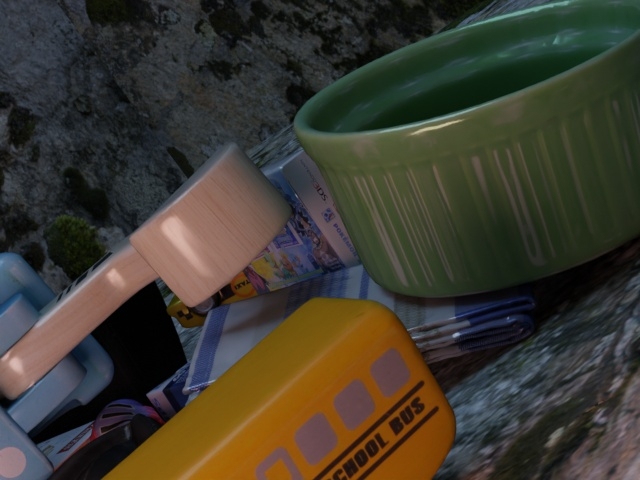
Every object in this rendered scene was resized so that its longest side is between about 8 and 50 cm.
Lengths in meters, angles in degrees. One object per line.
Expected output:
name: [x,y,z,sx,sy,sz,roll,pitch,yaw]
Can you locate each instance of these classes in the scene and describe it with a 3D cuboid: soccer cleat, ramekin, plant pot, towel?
soccer cleat: [-0.160,0.191,1.744,0.095,0.083,0.248,-47,11,10]
ramekin: [0.144,-0.075,1.515,0.303,0.148,0.303,-18,16,5]
plant pot: [-0.248,0.143,2.104,0.188,0.167,0.187,-34,9,20]
towel: [0.032,0.064,1.520,0.285,0.034,0.209,-16,18,8]

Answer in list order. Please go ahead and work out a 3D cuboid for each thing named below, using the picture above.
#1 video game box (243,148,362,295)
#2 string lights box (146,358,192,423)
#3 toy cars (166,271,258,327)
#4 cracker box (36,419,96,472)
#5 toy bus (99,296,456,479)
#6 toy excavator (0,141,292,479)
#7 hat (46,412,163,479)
video game box: [-0.012,0.016,1.764,0.048,0.187,0.205,-40,9,-25]
string lights box: [-0.044,0.115,1.722,0.133,0.077,0.259,-40,9,-26]
toy cars: [0.000,0.000,2.199,0.393,0.087,0.176,-37,12,-29]
cracker box: [-0.293,0.266,1.949,0.156,0.067,0.232,-43,11,-36]
toy bus: [-0.066,0.183,1.158,0.332,0.130,0.108,-40,23,-26]
toy excavator: [-0.253,0.087,1.697,0.445,0.222,0.433,-44,10,-11]
hat: [-0.130,0.207,1.369,0.331,0.134,0.331,-37,8,6]
